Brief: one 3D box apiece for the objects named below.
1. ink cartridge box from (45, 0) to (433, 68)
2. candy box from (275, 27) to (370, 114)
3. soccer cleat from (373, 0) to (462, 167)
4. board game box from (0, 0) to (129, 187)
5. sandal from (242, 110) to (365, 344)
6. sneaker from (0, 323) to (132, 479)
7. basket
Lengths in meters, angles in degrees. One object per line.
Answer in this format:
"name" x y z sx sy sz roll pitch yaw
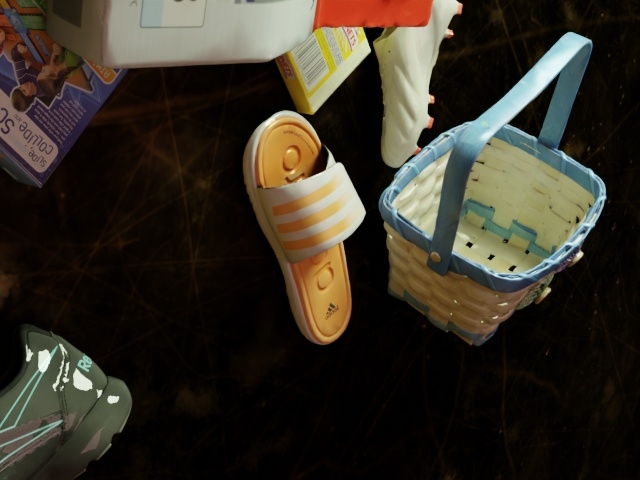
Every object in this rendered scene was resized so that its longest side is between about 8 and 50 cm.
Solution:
"ink cartridge box" 0.000 -0.289 0.709 0.385 0.091 0.308 -11 121 -39
"candy box" -0.020 -0.227 0.891 0.105 0.027 0.205 -52 135 -30
"soccer cleat" 0.084 -0.174 1.012 0.076 0.068 0.196 10 104 -19
"board game box" -0.224 -0.150 0.664 0.136 0.035 0.201 -58 138 -21
"sandal" 0.007 -0.005 0.949 0.102 0.076 0.265 -43 130 -34
"sneaker" -0.258 0.177 0.695 0.106 0.101 0.267 50 61 -20
"basket" 0.190 -0.053 1.035 0.255 0.201 0.288 -41 148 -34
